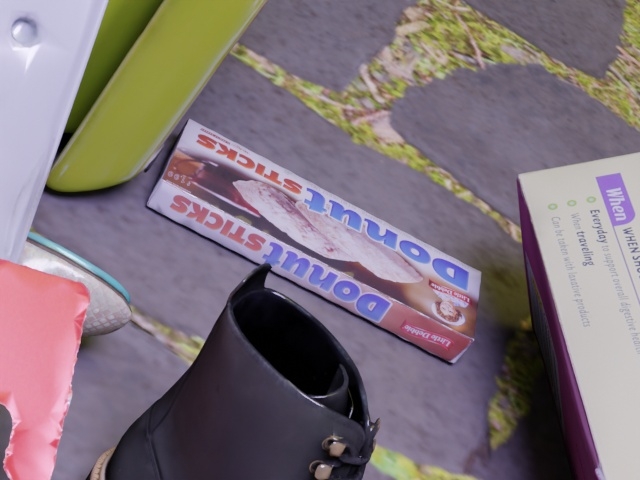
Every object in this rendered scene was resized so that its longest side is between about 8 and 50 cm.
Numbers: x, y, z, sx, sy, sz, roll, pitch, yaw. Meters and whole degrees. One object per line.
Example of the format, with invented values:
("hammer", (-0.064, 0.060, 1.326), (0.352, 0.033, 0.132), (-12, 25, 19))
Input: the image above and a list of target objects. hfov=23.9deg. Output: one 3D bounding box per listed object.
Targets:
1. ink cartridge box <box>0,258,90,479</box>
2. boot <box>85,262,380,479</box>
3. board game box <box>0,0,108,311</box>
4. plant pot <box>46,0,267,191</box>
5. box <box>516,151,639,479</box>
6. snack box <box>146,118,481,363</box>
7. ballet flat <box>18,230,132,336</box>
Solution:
("ink cartridge box", (-0.185, 0.056, 0.468), (0.224, 0.056, 0.181), (18, 65, -20))
("boot", (0.002, 0.119, 0.532), (0.198, 0.137, 0.077), (44, 35, 14))
("board game box", (-0.252, -0.167, 0.512), (0.390, 0.390, 0.050), (19, -1, -20))
("plant pot", (-0.112, -0.174, 0.737), (0.207, 0.228, 0.227), (35, 31, -8))
("box", (0.233, 0.055, 0.718), (0.242, 0.117, 0.214), (-11, 41, 3))
("snack box", (0.000, 0.000, 0.783), (0.178, 0.022, 0.064), (27, 33, -8))
("ballet flat", (-0.161, 0.009, 0.625), (0.168, 0.057, 0.052), (27, 62, -3))
